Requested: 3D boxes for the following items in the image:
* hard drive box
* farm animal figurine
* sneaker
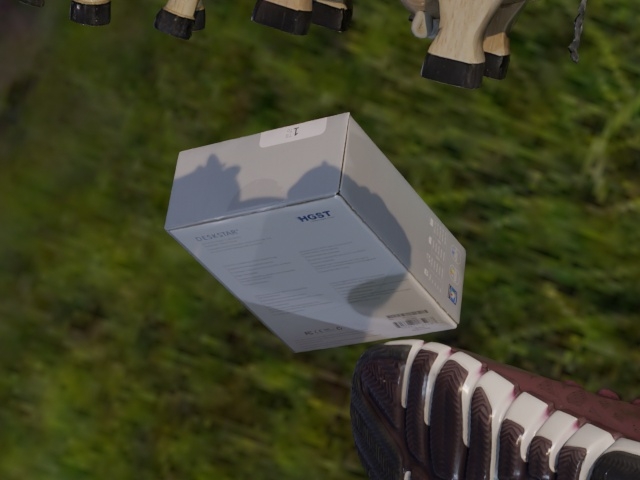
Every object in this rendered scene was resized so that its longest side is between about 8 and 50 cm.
[{"bbox_3d":[0.000,0.000,1.793,0.181,0.232,0.089,-11,54,28],"label":"hard drive box"},{"bbox_3d":[-0.004,-0.195,1.041,0.330,0.327,0.172,-80,5,-76],"label":"farm animal figurine"},{"bbox_3d":[0.153,0.121,1.082,0.281,0.163,0.106,23,112,47],"label":"sneaker"}]
